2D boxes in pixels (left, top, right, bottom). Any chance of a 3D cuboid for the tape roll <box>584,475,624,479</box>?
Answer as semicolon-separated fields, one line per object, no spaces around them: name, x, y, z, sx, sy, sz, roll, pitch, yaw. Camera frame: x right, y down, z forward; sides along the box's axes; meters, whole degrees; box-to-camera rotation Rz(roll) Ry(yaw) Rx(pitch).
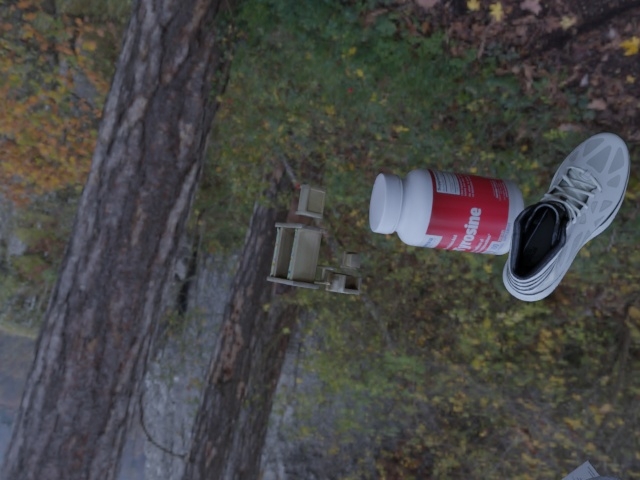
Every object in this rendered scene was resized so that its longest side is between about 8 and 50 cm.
tape roll;0.471;0.505;1.085;0.072;0.219;0.219;34;153;-12

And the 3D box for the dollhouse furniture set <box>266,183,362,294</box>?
dollhouse furniture set;0.000;0.000;1.242;0.161;0.181;0.101;12;176;-35

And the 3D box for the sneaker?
sneaker;0.561;-0.074;1.461;0.169;0.447;0.257;31;177;20

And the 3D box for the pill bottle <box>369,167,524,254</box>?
pill bottle;0.362;-0.089;1.938;0.408;0.229;0.229;6;160;-9

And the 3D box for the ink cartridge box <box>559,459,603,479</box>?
ink cartridge box;0.795;0.847;2.058;0.273;0.114;0.197;-40;119;8
